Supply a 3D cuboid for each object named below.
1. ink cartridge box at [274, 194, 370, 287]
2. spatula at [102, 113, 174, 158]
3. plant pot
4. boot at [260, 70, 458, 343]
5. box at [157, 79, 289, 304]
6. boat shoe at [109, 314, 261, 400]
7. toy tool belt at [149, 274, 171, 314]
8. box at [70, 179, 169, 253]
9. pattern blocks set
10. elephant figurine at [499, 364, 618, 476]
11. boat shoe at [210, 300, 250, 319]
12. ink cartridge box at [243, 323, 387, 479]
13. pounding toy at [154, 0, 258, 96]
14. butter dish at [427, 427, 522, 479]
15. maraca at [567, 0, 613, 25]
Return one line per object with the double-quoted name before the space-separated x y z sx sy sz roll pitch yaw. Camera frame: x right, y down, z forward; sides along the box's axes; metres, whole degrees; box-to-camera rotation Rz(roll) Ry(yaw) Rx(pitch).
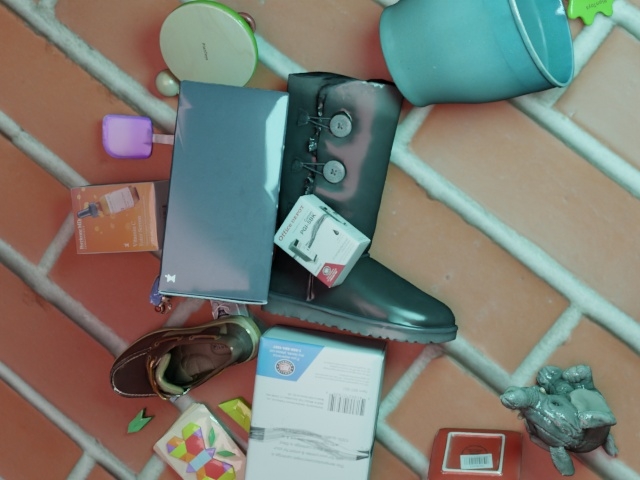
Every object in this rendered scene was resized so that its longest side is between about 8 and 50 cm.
"ink cartridge box" 0.000 0.000 1.855 0.135 0.056 0.099 38 109 15
"spatula" -0.269 -0.189 2.051 0.296 0.030 0.084 5 99 14
"plant pot" 0.247 -0.343 1.793 0.255 0.271 0.272 -17 92 30
"boot" 0.094 -0.063 1.925 0.367 0.146 0.445 10 95 12
"box" -0.164 -0.070 1.841 0.179 0.312 0.343 6 89 -5
"boat shoe" -0.272 0.230 2.013 0.342 0.123 0.123 -16 99 27
"toy tool belt" -0.307 0.105 2.085 0.052 0.051 0.083 24 102 11
"box" -0.373 -0.045 2.064 0.170 0.091 0.130 -3 96 15
"pattern blocks set" -0.226 0.422 2.116 0.325 0.026 0.285 35 104 9
"elephant figurine" 0.405 0.308 1.825 0.186 0.239 0.169 -1 96 15
"boat shoe" -0.174 0.140 2.048 0.066 0.063 0.184 -15 93 16
"ink cartridge box" -0.008 0.328 1.987 0.223 0.129 0.307 8 98 7
"pounding toy" -0.196 -0.351 1.991 0.183 0.110 0.237 24 132 0
"butter dish" 0.279 0.421 1.938 0.160 0.160 0.118 0 120 14
"maraca" 0.437 -0.452 1.801 0.127 0.099 0.186 -25 106 -11
